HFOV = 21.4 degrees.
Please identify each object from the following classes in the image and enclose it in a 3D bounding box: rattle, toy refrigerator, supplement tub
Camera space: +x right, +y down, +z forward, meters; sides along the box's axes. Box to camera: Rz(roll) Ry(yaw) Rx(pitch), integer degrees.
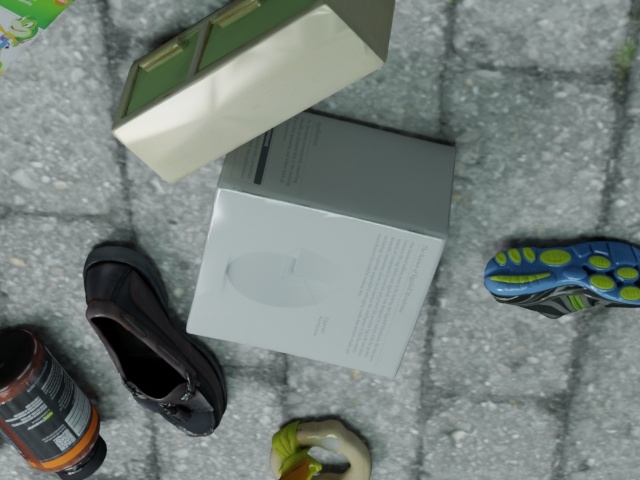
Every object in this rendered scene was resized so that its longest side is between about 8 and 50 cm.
[{"bbox_3d":[0.013,0.320,2.040,0.130,0.143,0.200,-18,126,3],"label":"rattle"},{"bbox_3d":[-0.067,-0.165,1.565,0.269,0.102,0.094,-27,126,33],"label":"toy refrigerator"},{"bbox_3d":[-0.330,0.202,1.996,0.106,0.106,0.198,-12,132,22],"label":"supplement tub"}]

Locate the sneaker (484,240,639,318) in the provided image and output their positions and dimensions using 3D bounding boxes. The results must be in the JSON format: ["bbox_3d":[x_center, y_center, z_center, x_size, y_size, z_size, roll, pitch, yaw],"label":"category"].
[{"bbox_3d":[0.265,0.042,1.761,0.188,0.067,0.078,0,157,7],"label":"sneaker"}]

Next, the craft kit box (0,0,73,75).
[{"bbox_3d":[-0.389,-0.201,1.519,0.246,0.061,0.250,-37,145,27],"label":"craft kit box"}]

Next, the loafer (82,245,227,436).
[{"bbox_3d":[-0.195,0.138,1.910,0.109,0.095,0.303,-8,134,19],"label":"loafer"}]

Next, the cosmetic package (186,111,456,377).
[{"bbox_3d":[0.000,0.000,1.699,0.224,0.138,0.224,14,137,-3],"label":"cosmetic package"}]
